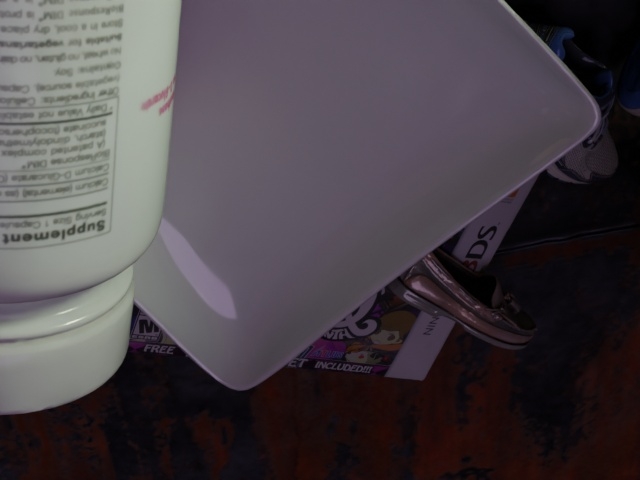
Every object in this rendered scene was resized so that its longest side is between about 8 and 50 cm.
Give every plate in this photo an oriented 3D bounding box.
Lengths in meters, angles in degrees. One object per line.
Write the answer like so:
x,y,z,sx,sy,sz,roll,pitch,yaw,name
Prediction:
-0.041,-0.085,0.710,0.278,0.045,0.277,-39,108,22,plate

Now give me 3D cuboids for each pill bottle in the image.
-0.148,-0.072,0.613,0.160,0.160,0.283,1,119,-15,pill bottle

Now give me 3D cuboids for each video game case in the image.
0.000,0.000,0.857,0.232,0.042,0.210,8,129,-21,video game case

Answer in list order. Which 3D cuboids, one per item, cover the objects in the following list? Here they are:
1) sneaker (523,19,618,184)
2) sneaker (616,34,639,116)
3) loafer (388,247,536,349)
0.153,-0.079,0.793,0.058,0.052,0.135,2,147,43,sneaker
0.204,-0.144,0.757,0.084,0.058,0.152,17,123,-35,sneaker
0.099,0.036,0.859,0.125,0.045,0.039,23,115,-31,loafer
